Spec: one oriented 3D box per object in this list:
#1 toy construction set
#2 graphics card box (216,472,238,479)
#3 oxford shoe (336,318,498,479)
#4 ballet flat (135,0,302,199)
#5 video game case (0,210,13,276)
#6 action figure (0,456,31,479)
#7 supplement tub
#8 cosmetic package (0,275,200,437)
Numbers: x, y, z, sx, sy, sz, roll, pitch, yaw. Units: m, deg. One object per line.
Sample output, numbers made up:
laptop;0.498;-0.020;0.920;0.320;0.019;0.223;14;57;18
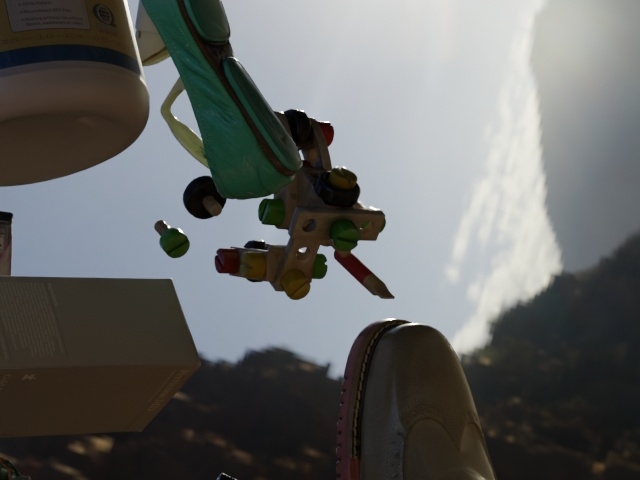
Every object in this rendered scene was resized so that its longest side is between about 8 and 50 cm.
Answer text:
toy construction set;0.000;0.000;2.059;0.309;0.237;0.257;31;-81;-41
graphics card box;-0.018;0.483;2.022;0.094;0.370;0.233;-80;17;-71
oxford shoe;0.119;0.229;1.043;0.140;0.146;0.397;2;-113;-46
ballet flat;-0.105;-0.142;1.275;0.247;0.087;0.083;64;-163;4
video game case;-0.491;0.063;1.997;0.026;0.196;0.274;-87;6;-51
action figure;-0.241;0.156;1.087;0.063;0.137;0.232;-35;-22;-7
supplement tub;-0.189;-0.146;0.933;0.144;0.144;0.200;34;-140;-71
cosmetic package;-0.239;0.101;1.362;0.238;0.107;0.127;4;-37;-35
